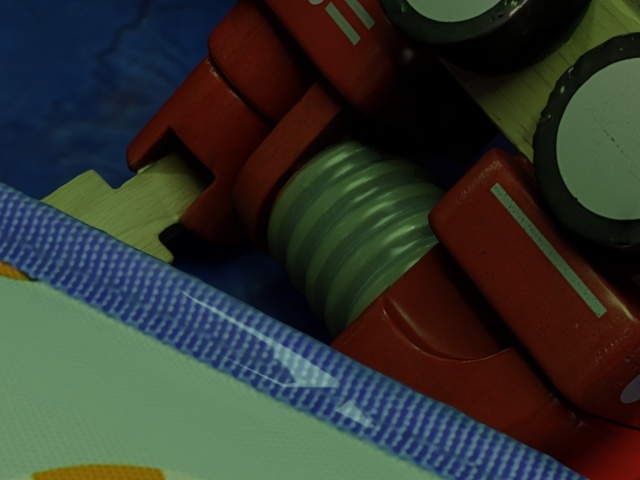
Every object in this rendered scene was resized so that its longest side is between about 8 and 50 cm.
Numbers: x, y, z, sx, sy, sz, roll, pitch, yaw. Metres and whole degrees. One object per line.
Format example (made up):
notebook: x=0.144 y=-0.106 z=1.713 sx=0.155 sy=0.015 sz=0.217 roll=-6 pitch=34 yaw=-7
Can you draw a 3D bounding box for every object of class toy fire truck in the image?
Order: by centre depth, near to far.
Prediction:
toy fire truck: x=0.000 y=0.000 z=0.554 sx=0.158 sy=0.246 sz=0.217 roll=19 pitch=29 yaw=-54

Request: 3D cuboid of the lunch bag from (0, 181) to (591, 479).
lunch bag: x=-0.072 y=0.182 z=0.312 sx=0.385 sy=0.239 sz=0.328 roll=22 pitch=49 yaw=21
